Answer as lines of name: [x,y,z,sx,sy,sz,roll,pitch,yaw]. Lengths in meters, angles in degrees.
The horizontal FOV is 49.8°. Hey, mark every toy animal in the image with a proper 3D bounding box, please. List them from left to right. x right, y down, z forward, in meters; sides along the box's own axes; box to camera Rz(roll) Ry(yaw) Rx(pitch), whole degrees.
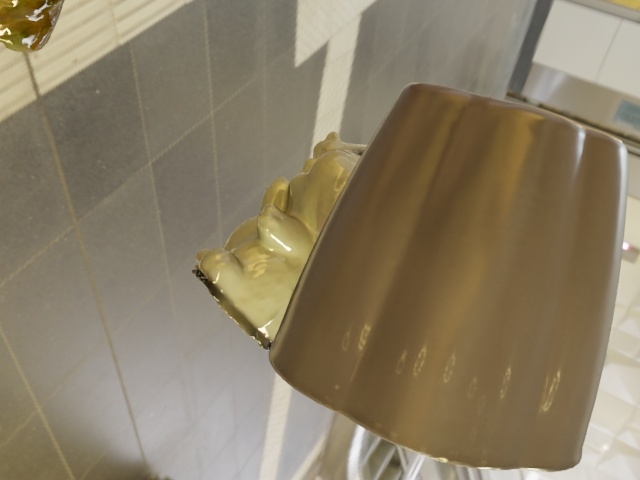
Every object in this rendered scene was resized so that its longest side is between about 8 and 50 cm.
toy animal: [-0.007,0.010,0.791,0.289,0.174,0.249,-38,-168,13]

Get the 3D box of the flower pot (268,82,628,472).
flower pot: [0.117,0.014,0.556,0.265,0.265,0.243,1,108,-70]

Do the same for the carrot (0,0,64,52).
carrot: [-0.120,-0.224,0.283,0.302,0.114,0.114,-51,173,36]
